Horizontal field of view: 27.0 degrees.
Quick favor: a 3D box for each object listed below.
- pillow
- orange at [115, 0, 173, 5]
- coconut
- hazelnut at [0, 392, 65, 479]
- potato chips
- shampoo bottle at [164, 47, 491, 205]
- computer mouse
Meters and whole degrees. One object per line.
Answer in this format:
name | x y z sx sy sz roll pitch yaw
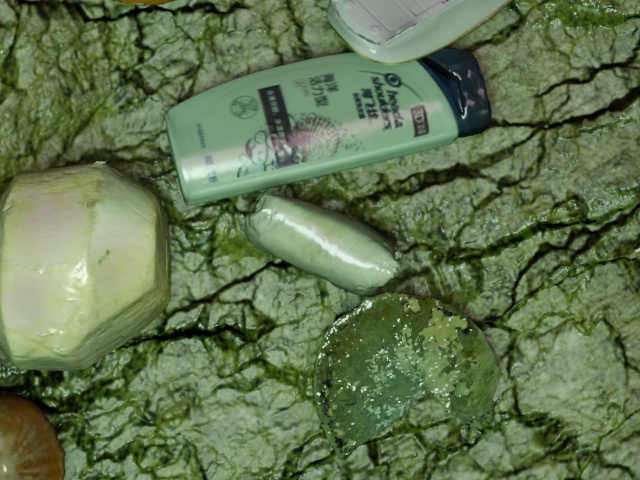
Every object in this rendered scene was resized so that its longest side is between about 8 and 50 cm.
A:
pillow | 0.000 0.000 1.471 0.181 0.134 0.078 24 86 0
orange | -0.206 -0.372 1.467 0.240 0.171 0.240 4 75 -17
coconut | -0.273 0.025 1.400 0.237 0.237 0.197 -7 120 -6
hazelnut | -0.343 0.235 1.404 0.150 0.150 0.150 1 84 -6
potato chips | 0.098 0.153 1.488 0.220 0.029 0.202 0 106 -16
shampoo bottle | 0.006 -0.143 1.511 0.359 0.078 0.134 -14 75 -7
computer mouse | 0.123 -0.282 1.527 0.245 0.056 0.126 -33 63 -17
